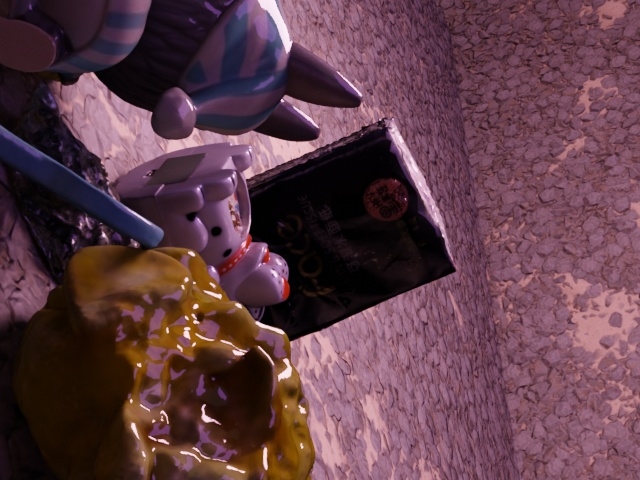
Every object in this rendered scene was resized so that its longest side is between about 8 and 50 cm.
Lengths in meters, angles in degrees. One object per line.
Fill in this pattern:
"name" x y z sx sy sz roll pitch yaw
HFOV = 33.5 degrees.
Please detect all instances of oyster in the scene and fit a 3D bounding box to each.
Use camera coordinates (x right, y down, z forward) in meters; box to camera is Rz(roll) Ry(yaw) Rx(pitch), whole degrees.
"oyster" -0.270 -0.040 1.208 0.199 0.087 0.252 -4 88 -64

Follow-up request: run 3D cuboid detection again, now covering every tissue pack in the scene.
"tissue pack" 0.000 0.000 1.485 0.123 0.332 0.245 -78 144 -69

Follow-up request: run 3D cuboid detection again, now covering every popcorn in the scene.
"popcorn" -0.167 0.178 1.070 0.292 0.294 0.334 -12 49 -34

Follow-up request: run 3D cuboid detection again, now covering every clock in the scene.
"clock" -0.141 0.020 1.353 0.189 0.188 0.254 -62 137 -63

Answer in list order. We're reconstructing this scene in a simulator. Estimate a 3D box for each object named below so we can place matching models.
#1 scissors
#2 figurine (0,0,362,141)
"scissors" -0.337 -0.117 0.969 0.447 0.029 0.192 35 -6 -32
"figurine" -0.124 -0.237 1.162 0.361 0.377 0.266 -84 -169 -71
